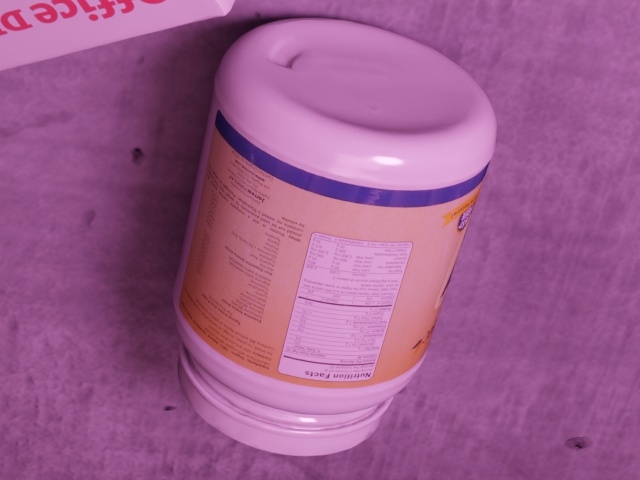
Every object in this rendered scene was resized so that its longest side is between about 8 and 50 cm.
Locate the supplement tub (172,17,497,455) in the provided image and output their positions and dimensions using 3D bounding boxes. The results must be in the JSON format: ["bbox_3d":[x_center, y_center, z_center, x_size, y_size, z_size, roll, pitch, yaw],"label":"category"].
[{"bbox_3d":[0.000,0.000,1.129,0.228,0.228,0.316,7,123,-12],"label":"supplement tub"}]

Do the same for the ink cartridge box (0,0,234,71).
[{"bbox_3d":[-0.229,-0.302,0.837,0.279,0.160,0.384,-8,133,30],"label":"ink cartridge box"}]
